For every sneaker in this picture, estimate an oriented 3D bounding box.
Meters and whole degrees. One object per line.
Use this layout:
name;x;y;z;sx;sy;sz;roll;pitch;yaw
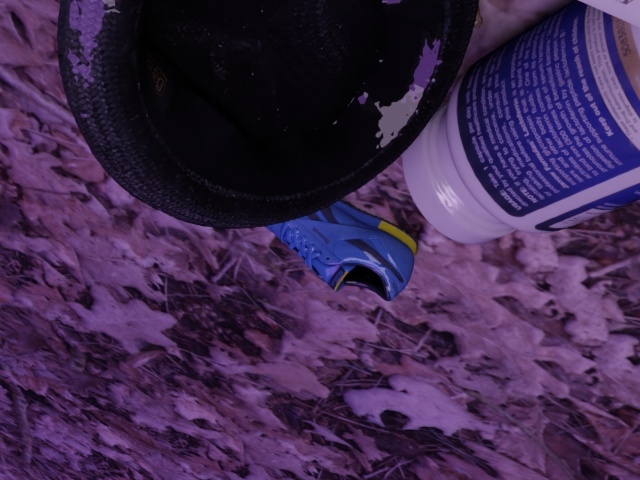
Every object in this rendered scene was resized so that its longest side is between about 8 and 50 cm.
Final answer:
sneaker;0.000;0.000;1.057;0.209;0.082;0.069;24;148;7

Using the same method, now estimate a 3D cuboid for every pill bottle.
pill bottle;0.192;-0.093;0.740;0.153;0.153;0.264;40;144;-18

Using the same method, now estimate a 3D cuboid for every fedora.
fedora;-0.046;-0.168;0.684;0.152;0.334;0.334;52;162;36

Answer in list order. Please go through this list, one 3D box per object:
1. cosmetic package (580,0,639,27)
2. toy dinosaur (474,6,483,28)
cosmetic package;0.246;-0.276;0.458;0.217;0.156;0.385;23;145;2
toy dinosaur;0.044;-0.169;0.838;0.211;0.064;0.112;-4;118;25
